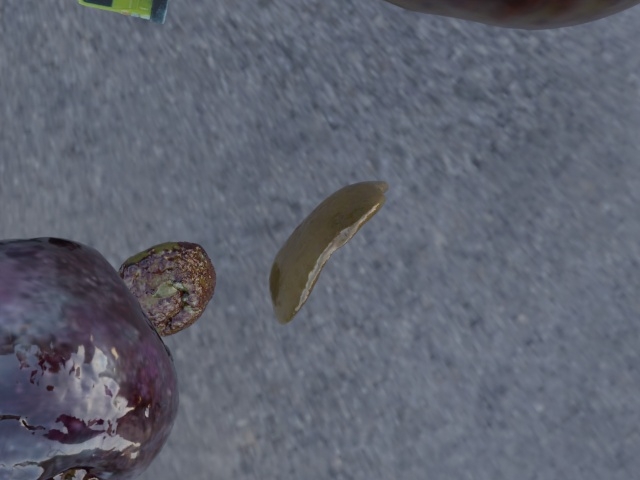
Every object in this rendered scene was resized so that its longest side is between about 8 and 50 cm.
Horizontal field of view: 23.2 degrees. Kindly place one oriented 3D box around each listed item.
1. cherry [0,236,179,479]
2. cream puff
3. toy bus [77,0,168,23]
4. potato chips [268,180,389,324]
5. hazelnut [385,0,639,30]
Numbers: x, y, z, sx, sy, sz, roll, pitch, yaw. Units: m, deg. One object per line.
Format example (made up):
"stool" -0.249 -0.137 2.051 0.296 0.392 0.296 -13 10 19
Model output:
"cherry" -0.195 0.090 1.013 0.195 0.195 0.195 -4 112 -11
"cream puff" -0.196 0.067 1.964 0.149 0.084 0.149 -23 150 -14
"toy bus" -0.161 -0.292 1.382 0.101 0.088 0.175 9 75 -6
"potato chips" -0.001 0.000 1.798 0.062 0.208 0.195 38 63 -1
"hazelnut" 0.095 -0.211 0.755 0.252 0.217 0.217 -15 114 -15
